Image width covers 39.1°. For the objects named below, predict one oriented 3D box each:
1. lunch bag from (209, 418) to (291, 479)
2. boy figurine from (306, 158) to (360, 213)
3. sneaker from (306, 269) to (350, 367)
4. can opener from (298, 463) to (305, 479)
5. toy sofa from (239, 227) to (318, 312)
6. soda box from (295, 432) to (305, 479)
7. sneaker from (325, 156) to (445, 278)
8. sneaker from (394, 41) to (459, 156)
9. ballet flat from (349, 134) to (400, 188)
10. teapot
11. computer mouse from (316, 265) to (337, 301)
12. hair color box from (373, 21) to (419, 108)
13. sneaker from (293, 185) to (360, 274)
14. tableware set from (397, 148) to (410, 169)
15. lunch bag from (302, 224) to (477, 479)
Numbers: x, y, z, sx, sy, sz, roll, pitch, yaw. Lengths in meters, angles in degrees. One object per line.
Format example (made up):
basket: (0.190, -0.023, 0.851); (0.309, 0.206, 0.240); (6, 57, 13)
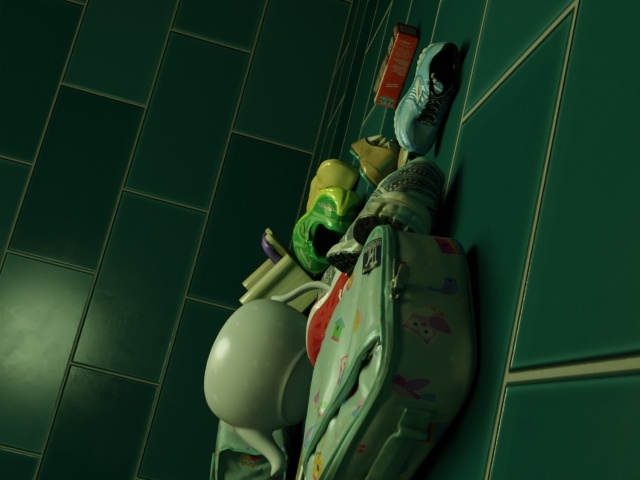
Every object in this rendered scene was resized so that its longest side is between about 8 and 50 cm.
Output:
lunch bag: (-0.141, 0.462, 1.794); (0.223, 0.160, 0.262); (-96, 10, -66)
boy figurine: (0.014, -0.085, 2.030); (0.177, 0.092, 0.285); (-80, 9, -45)
sneaker: (0.028, 0.131, 1.357); (0.128, 0.087, 0.221); (-83, 9, -63)
can opener: (0.020, 0.252, 1.164); (0.095, 0.076, 0.283); (124, 161, -71)
toy sofa: (-0.114, 0.090, 2.104); (0.150, 0.177, 0.362); (-44, 5, 0)
soda box: (0.013, 0.261, 1.292); (0.061, 0.058, 0.181); (115, 168, -60)
sneaker: (0.095, -0.014, 1.144); (0.122, 0.110, 0.283); (-58, 2, -21)
sneaker: (0.143, -0.191, 1.195); (0.073, 0.063, 0.162); (176, 109, -81)
ballet flat: (0.101, -0.140, 1.520); (0.073, 0.080, 0.232); (-45, 14, 10)
teapot: (-0.067, 0.230, 1.587); (0.252, 0.187, 0.256); (-42, -39, -46)
computer mouse: (0.042, 0.060, 1.639); (0.193, 0.042, 0.106); (121, 159, -51)
hair color box: (0.139, -0.324, 1.670); (0.072, 0.043, 0.141); (-87, 12, -60)
sneaker: (0.000, 0.000, 1.846); (0.295, 0.109, 0.123); (113, 171, -60)
tableware set: (0.147, -0.187, 1.360); (0.141, 0.020, 0.168); (111, 171, -61)
lunch bag: (0.061, 0.134, 0.903); (0.224, 0.108, 0.279); (-81, 8, -48)
